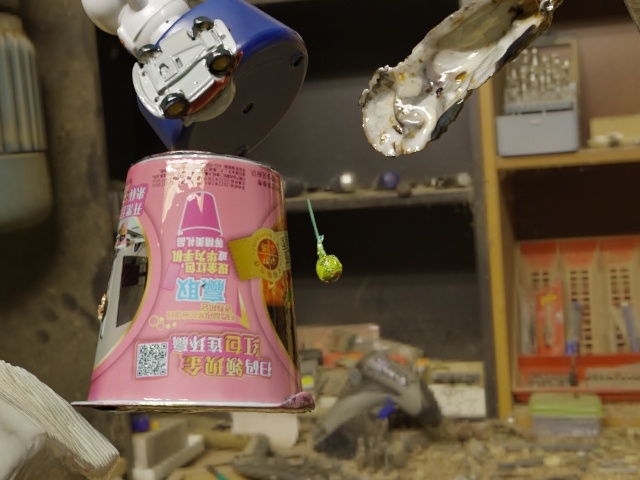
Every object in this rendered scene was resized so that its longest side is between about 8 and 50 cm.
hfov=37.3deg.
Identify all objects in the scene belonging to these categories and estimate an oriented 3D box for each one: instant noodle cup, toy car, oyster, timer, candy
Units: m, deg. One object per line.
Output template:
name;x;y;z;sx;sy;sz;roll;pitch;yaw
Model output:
instant noodle cup;-0.124;0.050;0.970;0.244;0.255;0.244;2;-11;0
toy car;-0.154;-0.204;1.207;0.139;0.112;0.112;-33;-30;9
oyster;0.184;-0.221;1.186;0.078;0.129;0.345;11;-40;-46
timer;-0.237;-0.325;1.507;0.383;0.270;0.270;44;25;17
candy;0.000;0.000;1.315;0.035;0.123;0.035;-10;-10;-42

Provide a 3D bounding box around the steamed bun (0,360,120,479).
steamed bun;-0.411;0.284;1.134;0.247;0.236;0.383;34;-9;10

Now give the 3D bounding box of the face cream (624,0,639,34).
face cream;0.594;-0.396;1.669;0.082;0.082;0.269;-1;-20;33

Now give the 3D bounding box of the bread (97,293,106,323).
bread;-0.278;0.132;1.743;0.250;0.133;0.179;2;49;9
